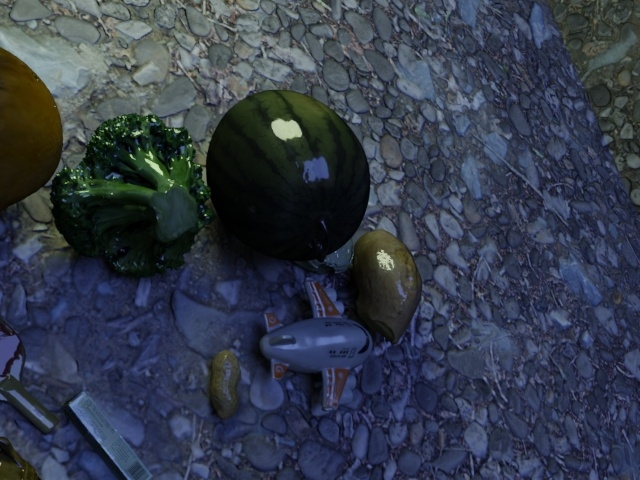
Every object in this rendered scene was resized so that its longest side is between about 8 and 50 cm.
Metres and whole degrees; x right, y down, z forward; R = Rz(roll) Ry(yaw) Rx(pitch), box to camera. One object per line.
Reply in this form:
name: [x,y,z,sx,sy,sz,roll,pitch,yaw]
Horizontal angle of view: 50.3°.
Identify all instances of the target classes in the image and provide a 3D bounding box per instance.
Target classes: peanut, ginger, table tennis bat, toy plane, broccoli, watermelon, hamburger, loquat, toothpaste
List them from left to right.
loquat: [-0.489,-0.146,0.924,0.263,0.263,0.263,16,61,-31]
table tennis bat: [-0.459,0.182,0.949,0.234,0.022,0.131,46,49,-10]
toothpaste: [-0.310,0.293,0.992,0.164,0.046,0.034,53,51,-5]
broccoli: [-0.274,-0.061,1.058,0.261,0.242,0.269,-34,117,-32]
peanut: [-0.157,0.238,1.133,0.054,0.054,0.113,13,65,-33]
watermelon: [-0.054,-0.109,1.194,0.279,0.279,0.359,13,28,-33]
toy plane: [-0.002,0.186,1.231,0.245,0.117,0.244,17,59,-30]
hamburger: [0.000,0.000,1.355,0.140,0.062,0.133,27,57,-28]
ginger: [0.130,0.076,1.362,0.138,0.152,0.267,28,49,-28]

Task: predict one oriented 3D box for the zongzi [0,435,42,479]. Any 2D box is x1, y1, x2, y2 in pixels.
zongzi: [-0.380,0.429,0.807,0.288,0.134,0.286,51,35,-17]
